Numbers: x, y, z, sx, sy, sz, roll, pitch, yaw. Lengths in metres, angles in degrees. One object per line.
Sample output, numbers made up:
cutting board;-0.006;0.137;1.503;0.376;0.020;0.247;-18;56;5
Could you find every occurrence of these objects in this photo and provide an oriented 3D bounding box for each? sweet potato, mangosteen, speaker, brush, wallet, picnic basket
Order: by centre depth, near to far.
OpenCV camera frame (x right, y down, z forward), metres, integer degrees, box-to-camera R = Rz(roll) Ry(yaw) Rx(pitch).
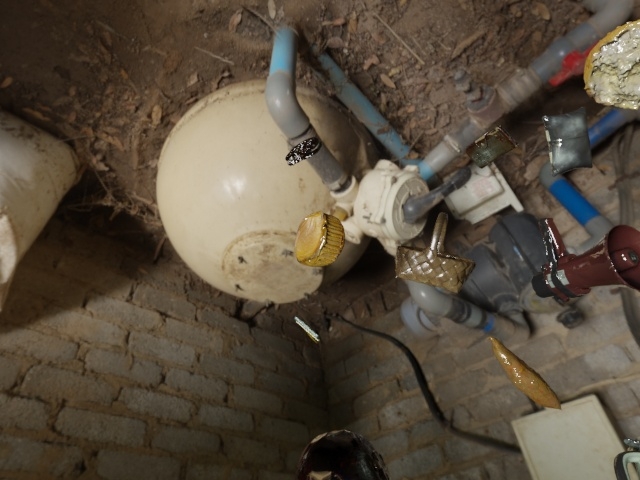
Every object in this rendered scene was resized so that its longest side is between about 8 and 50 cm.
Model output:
sweet potato;0.448;0.299;0.910;0.060;0.205;0.068;-36;168;-17
brush;-0.028;0.263;1.144;0.011;0.083;0.205;-48;161;-14
mangosteen;0.055;0.731;1.194;0.331;0.329;0.329;-4;137;-4
speaker;0.774;0.058;1.238;0.259;0.198;0.329;53;153;-3
wallet;0.709;-0.388;1.711;0.122;0.031;0.232;45;161;-2
picnic basket;0.498;0.034;1.744;0.338;0.336;0.293;-28;171;20

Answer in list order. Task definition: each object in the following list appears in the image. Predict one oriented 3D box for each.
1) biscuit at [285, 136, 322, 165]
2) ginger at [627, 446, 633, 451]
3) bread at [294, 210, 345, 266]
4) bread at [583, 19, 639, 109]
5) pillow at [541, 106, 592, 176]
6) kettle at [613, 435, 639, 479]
biscuit;-0.039;-0.201;0.921;0.089;0.087;0.027;-39;117;-3
ginger;0.986;0.638;1.113;0.075;0.089;0.288;24;168;-20
bread;0.000;0.001;1.369;0.104;0.199;0.199;16;132;-29
bread;0.949;-0.528;1.221;0.274;0.149;0.274;27;145;21
pillow;0.988;-0.390;1.621;0.186;0.106;0.249;-15;98;-5
kettle;0.834;0.605;0.971;0.241;0.255;0.165;19;130;16
